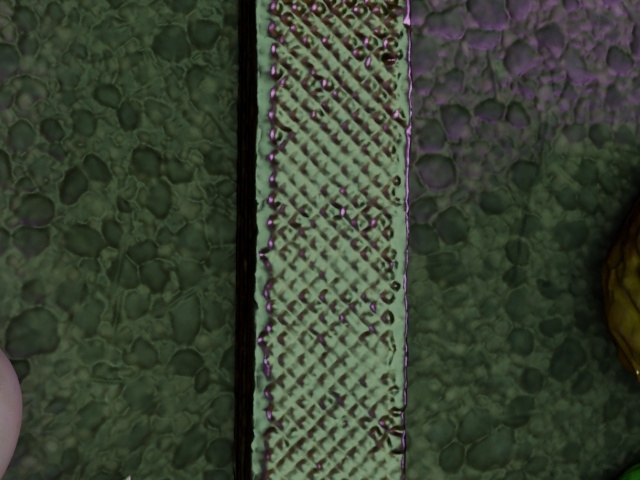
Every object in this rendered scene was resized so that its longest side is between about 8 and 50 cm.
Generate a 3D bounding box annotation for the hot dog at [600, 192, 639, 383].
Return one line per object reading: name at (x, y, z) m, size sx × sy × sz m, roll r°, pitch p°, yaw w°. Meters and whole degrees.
hot dog at (0.373, 0.085, 1.259) m, size 0.387 × 0.174 × 0.267 m, roll 38°, pitch 70°, yaw -11°

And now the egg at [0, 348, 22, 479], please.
egg at (-0.302, 0.125, 1.120) m, size 0.253 × 0.188 × 0.189 m, roll -17°, pitch 95°, yaw -19°

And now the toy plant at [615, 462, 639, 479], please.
toy plant at (0.255, 0.315, 1.255) m, size 0.224 × 0.184 × 0.316 m, roll 19°, pitch 77°, yaw 7°

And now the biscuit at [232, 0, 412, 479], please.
biscuit at (0.000, 0.000, 1.236) m, size 0.107 × 0.073 × 0.388 m, roll 0°, pitch 92°, yaw -13°

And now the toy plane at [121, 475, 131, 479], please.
toy plane at (-0.209, 0.228, 1.146) m, size 0.256 × 0.242 × 0.104 m, roll -29°, pitch 100°, yaw 33°
